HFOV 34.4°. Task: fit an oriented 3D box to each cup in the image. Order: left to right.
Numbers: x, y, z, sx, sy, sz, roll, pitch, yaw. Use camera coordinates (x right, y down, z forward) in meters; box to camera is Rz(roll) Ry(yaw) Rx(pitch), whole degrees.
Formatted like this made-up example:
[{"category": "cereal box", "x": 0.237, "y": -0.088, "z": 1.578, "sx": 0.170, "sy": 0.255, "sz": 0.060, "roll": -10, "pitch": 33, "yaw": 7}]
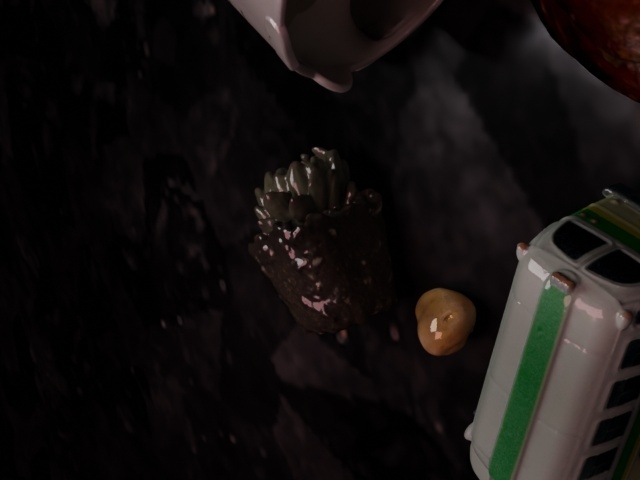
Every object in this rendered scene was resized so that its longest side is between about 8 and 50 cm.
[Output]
[{"category": "cup", "x": -0.006, "y": -0.283, "z": 0.969, "sx": 0.258, "sy": 0.219, "sz": 0.290, "roll": 49, "pitch": 171, "yaw": 28}]

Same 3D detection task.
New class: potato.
[{"category": "potato", "x": 0.126, "y": 0.082, "z": 1.067, "sx": 0.062, "sy": 0.068, "sz": 0.083, "roll": 48, "pitch": 179, "yaw": -40}]

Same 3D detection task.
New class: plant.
[{"category": "plant", "x": 0.000, "y": 0.000, "z": 1.134, "sx": 0.129, "sy": 0.132, "sz": 0.195, "roll": -19, "pitch": 94, "yaw": 51}]

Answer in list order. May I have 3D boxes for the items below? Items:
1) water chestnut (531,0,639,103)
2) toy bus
[{"category": "water chestnut", "x": 0.233, "y": -0.222, "z": 0.633, "sx": 0.289, "sy": 0.289, "sz": 0.244, "roll": 60, "pitch": 150, "yaw": 14}, {"category": "toy bus", "x": 0.221, "y": 0.110, "z": 0.867, "sx": 0.133, "sy": 0.164, "sz": 0.276, "roll": 38, "pitch": 132, "yaw": 38}]
